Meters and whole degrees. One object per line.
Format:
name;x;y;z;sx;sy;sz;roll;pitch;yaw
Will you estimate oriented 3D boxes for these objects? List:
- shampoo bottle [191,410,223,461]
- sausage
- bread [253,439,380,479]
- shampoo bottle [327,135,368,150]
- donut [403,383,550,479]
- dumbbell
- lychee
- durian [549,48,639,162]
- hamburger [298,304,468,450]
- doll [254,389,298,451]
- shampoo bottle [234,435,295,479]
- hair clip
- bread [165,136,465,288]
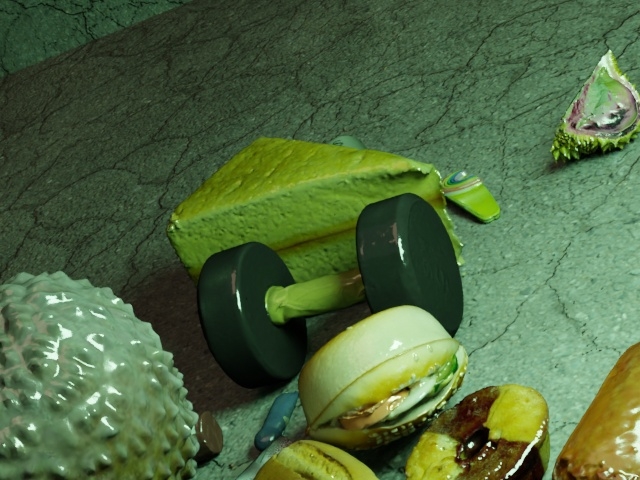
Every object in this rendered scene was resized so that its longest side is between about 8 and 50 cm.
shampoo bottle;-0.248;0.298;2.001;0.236;0.067;0.068;-20;7;19
sausage;0.335;0.210;1.481;0.141;0.153;0.268;19;48;27
bread;0.002;0.312;1.679;0.140;0.106;0.236;-38;26;-16
shampoo bottle;0.056;-0.112;2.432;0.085;0.085;0.262;-29;25;-1
donut;0.185;0.247;1.656;0.166;0.073;0.184;-8;33;35
dumbbell;0.013;0.073;1.997;0.322;0.204;0.204;-17;28;24
lychee;-0.346;0.233;1.799;0.380;0.432;0.380;-31;34;23
durian;0.424;-0.171;2.197;0.108;0.119;0.187;26;63;14
hamburger;0.073;0.174;1.790;0.237;0.147;0.237;-29;-11;-6
doll;-0.057;0.240;1.964;0.037;0.027;0.125;-13;26;28
shampoo bottle;-0.096;0.332;1.797;0.063;0.057;0.208;19;54;41
hair clip;0.224;-0.070;2.248;0.060;0.033;0.188;-31;25;-5
bread;0.000;0.000;2.110;0.361;0.233;0.245;5;41;48
